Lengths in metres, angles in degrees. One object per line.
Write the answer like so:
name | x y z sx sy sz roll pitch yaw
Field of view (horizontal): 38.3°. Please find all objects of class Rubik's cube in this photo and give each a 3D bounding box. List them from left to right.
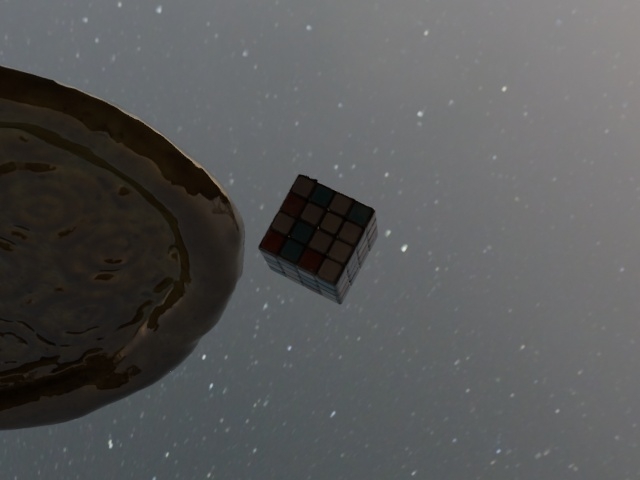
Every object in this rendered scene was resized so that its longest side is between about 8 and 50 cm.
Rubik's cube | 0.000 0.000 0.972 0.092 0.092 0.092 26 -103 11

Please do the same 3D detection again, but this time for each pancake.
pancake | -0.155 0.014 0.413 0.250 0.250 0.031 7 -134 -16
